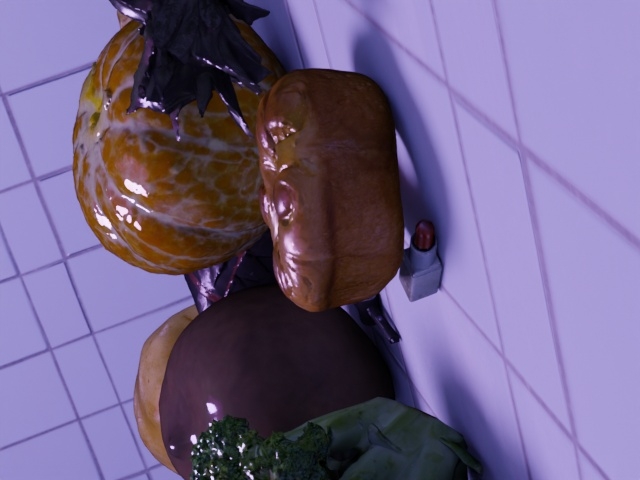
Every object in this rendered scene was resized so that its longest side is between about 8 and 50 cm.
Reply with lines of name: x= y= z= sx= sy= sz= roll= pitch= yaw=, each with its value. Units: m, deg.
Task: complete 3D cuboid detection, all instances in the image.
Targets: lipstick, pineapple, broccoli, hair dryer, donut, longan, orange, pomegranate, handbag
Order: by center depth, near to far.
lipstick: x=0.090 y=0.013 z=1.205 sx=0.129 sy=0.030 sz=0.030 roll=88 pitch=160 yaw=-65
pineapple: x=-0.123 y=-0.244 z=1.227 sx=0.165 sy=0.165 sz=0.364 roll=83 pitch=-175 yaw=-55
donut: x=0.005 y=-0.047 z=1.227 sx=0.226 sy=0.113 sz=0.227 roll=172 pitch=90 yaw=-81
broccoli: x=0.049 y=0.326 z=1.347 sx=0.413 sy=0.310 sz=0.321 roll=16 pitch=125 yaw=37
hair dryer: x=0.069 y=0.091 z=1.548 sx=0.083 sy=0.026 sz=0.047 roll=50 pitch=162 yaw=45
orange: x=-0.157 y=-0.122 z=1.616 sx=0.329 sy=0.249 sz=0.329 roll=-12 pitch=75 yaw=57
longan: x=-0.059 y=0.196 z=1.667 sx=0.297 sy=0.297 sz=0.297 roll=160 pitch=90 yaw=-81
handbag: x=-0.100 y=0.007 z=1.822 sx=0.215 sy=0.155 sz=0.169 roll=-62 pitch=30 yaw=27
pomegranate: x=-0.181 y=0.269 z=2.451 sx=0.332 sy=0.332 sz=0.333 roll=160 pitch=90 yaw=-81

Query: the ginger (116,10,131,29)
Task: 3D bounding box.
ginger: x=-0.183 y=-0.233 z=2.079 sx=0.348 sy=0.122 sz=0.363 roll=58 pitch=159 yaw=-11
